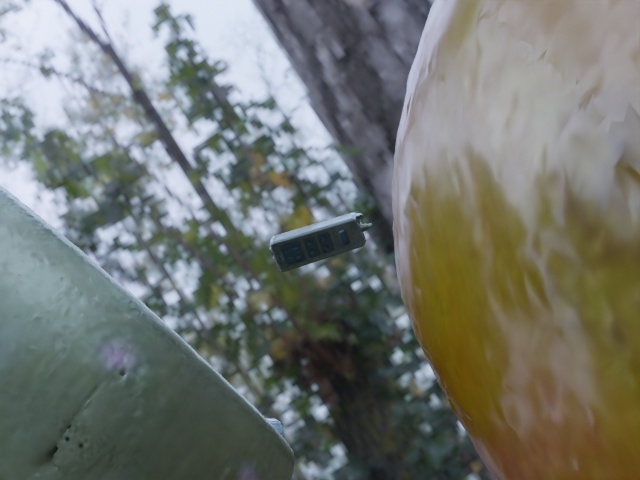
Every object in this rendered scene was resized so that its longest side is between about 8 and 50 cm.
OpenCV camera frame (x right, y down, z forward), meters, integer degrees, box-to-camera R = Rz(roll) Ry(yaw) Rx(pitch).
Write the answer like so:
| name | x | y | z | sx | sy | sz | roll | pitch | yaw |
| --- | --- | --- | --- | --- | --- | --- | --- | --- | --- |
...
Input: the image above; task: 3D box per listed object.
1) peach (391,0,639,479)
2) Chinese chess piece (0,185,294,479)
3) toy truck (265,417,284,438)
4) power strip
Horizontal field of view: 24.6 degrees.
| name | x | y | z | sx | sy | sz | roll | pitch | yaw |
| --- | --- | --- | --- | --- | --- | --- | --- | --- | --- |
| peach | 0.181 | -0.024 | 0.517 | 0.289 | 0.373 | 0.373 | 0 | -36 | -20 |
| Chinese chess piece | -0.127 | 0.070 | 0.724 | 0.101 | 0.250 | 0.250 | -49 | -23 | -9 |
| toy truck | -0.093 | 0.187 | 1.059 | 0.085 | 0.116 | 0.191 | 2 | -8 | -24 |
| power strip | 0.000 | 0.000 | 1.124 | 0.083 | 0.027 | 0.017 | -18 | 20 | 13 |
